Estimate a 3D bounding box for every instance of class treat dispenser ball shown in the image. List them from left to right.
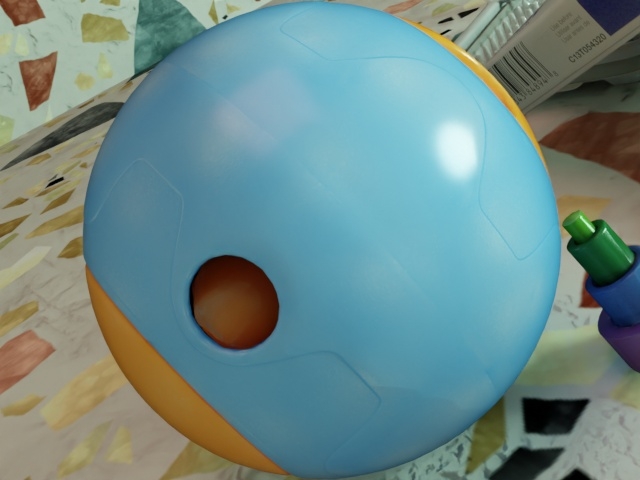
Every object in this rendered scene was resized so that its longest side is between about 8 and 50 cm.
[{"bbox_3d":[0.000,0.000,0.491,0.288,0.288,0.288,-21,26,11],"label":"treat dispenser ball"}]

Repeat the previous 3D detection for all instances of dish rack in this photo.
[{"bbox_3d":[0.314,-0.263,0.955,0.286,0.072,0.333,-2,34,39],"label":"dish rack"}]

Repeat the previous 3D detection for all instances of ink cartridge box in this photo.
[{"bbox_3d":[0.305,-0.270,0.655,0.330,0.071,0.324,-46,2,-18],"label":"ink cartridge box"}]

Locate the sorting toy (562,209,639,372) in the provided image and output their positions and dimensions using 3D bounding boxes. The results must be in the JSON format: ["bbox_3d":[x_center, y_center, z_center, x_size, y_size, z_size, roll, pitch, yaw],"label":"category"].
[{"bbox_3d":[0.266,-0.044,0.371,0.365,0.126,0.127,-34,14,45],"label":"sorting toy"}]
